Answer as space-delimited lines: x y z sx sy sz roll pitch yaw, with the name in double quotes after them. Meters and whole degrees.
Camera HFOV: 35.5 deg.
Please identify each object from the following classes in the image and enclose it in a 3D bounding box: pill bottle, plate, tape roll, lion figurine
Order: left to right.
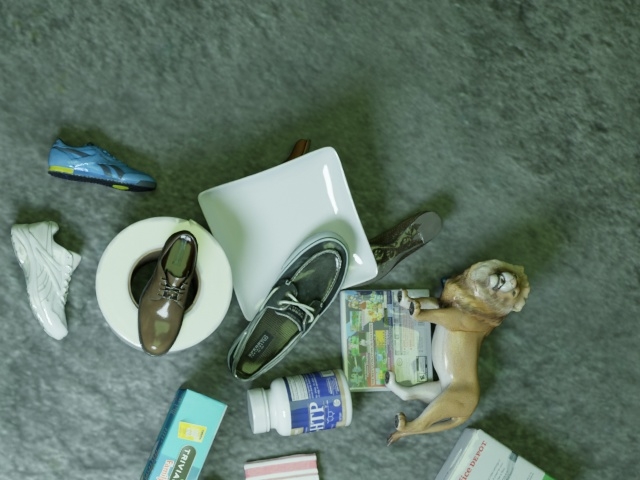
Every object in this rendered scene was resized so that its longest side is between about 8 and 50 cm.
-0.290 0.088 1.854 0.246 0.169 0.246 2 81 -11 "tape roll"
-0.060 -0.014 1.923 0.278 0.045 0.277 -20 106 2 "plate"
-0.041 0.311 1.898 0.186 0.112 0.112 -7 83 -11 "pill bottle"
0.263 0.221 1.948 0.240 0.142 0.392 9 98 -17 "lion figurine"

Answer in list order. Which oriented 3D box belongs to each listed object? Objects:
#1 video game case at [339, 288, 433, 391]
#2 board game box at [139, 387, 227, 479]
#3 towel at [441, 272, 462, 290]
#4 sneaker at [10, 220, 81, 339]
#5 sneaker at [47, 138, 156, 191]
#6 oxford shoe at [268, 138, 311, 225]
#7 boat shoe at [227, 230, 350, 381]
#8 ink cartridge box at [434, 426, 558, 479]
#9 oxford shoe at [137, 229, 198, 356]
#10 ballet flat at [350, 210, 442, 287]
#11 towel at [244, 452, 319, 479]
0.131 0.198 1.993 0.183 0.023 0.201 0 83 -11 "video game case"
-0.274 0.431 1.764 0.079 0.254 0.336 23 79 -7 "board game box"
0.289 0.126 2.029 0.067 0.029 0.119 -14 85 -13 "towel"
-0.495 0.067 1.862 0.115 0.090 0.232 -17 86 -16 "sneaker"
-0.414 -0.146 1.917 0.209 0.069 0.082 12 76 -9 "sneaker"
-0.087 -0.120 1.973 0.076 0.076 0.212 31 79 0 "oxford shoe"
-0.051 0.136 1.876 0.121 0.119 0.335 33 95 -11 "boat shoe"
0.342 0.482 1.958 0.208 0.087 0.153 35 78 -5 "ink cartridge box"
-0.265 0.088 1.724 0.082 0.096 0.227 13 81 -10 "oxford shoe"
0.132 0.016 2.008 0.250 0.058 0.084 -32 99 -8 "ballet flat"
-0.068 0.512 1.909 0.144 0.029 0.197 -5 80 -11 "towel"
